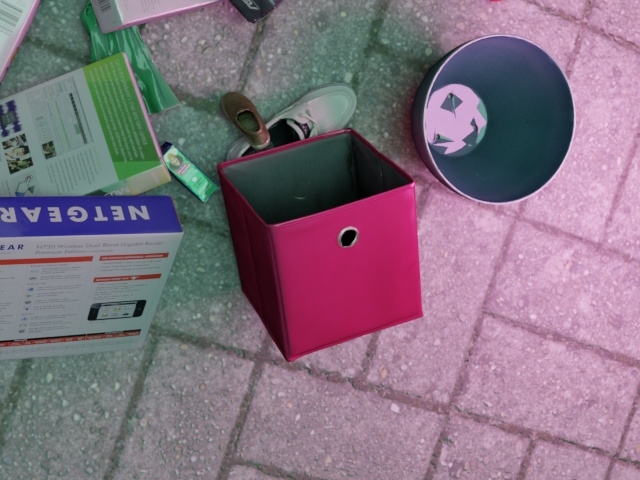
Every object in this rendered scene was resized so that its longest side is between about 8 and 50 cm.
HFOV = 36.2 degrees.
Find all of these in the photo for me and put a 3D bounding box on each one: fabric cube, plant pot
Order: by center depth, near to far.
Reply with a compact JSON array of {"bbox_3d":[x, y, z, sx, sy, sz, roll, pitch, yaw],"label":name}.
[{"bbox_3d":[0.000,0.000,1.626,0.254,0.259,0.258,-17,122,-17],"label":"fabric cube"},{"bbox_3d":[0.280,-0.215,1.758,0.290,0.195,0.290,-2,97,-17],"label":"plant pot"}]

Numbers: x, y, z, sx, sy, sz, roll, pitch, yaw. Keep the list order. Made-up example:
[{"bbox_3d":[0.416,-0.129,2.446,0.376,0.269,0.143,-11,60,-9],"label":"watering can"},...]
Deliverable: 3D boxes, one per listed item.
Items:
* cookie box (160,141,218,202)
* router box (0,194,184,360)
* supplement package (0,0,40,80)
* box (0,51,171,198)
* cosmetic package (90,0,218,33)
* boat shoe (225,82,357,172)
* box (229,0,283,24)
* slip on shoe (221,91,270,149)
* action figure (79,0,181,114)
[{"bbox_3d":[-0.230,-0.116,1.662,0.107,0.092,0.040,43,86,-17],"label":"cookie box"},{"bbox_3d":[-0.409,0.062,1.509,0.335,0.082,0.301,-1,139,-29],"label":"router box"},{"bbox_3d":[-0.546,-0.372,1.501,0.204,0.145,0.262,26,89,-18],"label":"supplement package"},{"bbox_3d":[-0.416,-0.137,1.521,0.322,0.058,0.232,-22,64,-1],"label":"box"},{"bbox_3d":[-0.256,-0.422,1.589,0.231,0.085,0.117,-23,103,-34],"label":"cosmetic package"},{"bbox_3d":[-0.043,-0.194,1.713,0.267,0.088,0.096,-28,104,-13],"label":"boat shoe"},{"bbox_3d":[-0.135,-0.601,1.582,0.395,0.097,0.318,45,60,-18],"label":"box"},{"bbox_3d":[-0.130,-0.212,1.667,0.051,0.135,0.041,-28,148,-4],"label":"slip on shoe"},{"bbox_3d":[-0.336,-0.313,1.619,0.137,0.063,0.232,-21,103,-13],"label":"action figure"}]
